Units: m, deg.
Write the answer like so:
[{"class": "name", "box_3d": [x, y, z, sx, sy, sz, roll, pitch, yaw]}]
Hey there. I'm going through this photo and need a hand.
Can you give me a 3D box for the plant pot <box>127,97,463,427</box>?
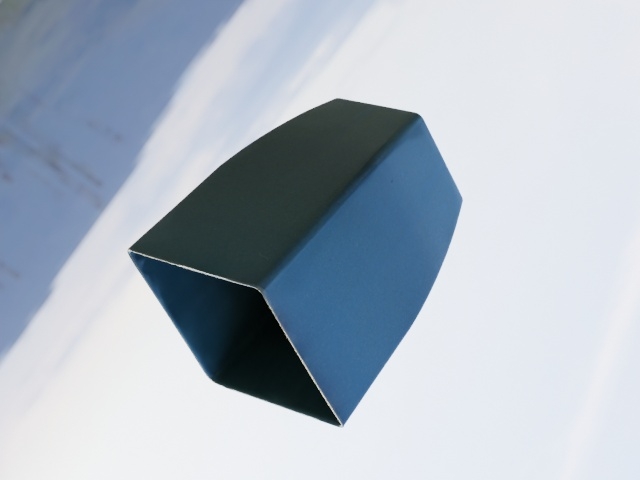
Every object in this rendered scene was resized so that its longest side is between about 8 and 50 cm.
[{"class": "plant pot", "box_3d": [0.000, 0.000, 1.641, 0.166, 0.165, 0.234, 15, -125, 44]}]
